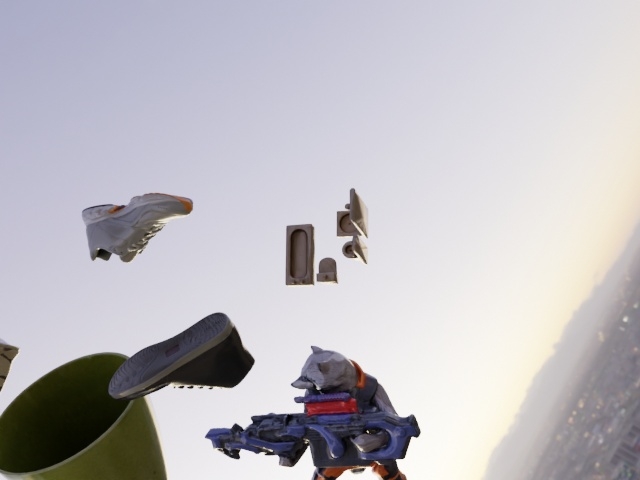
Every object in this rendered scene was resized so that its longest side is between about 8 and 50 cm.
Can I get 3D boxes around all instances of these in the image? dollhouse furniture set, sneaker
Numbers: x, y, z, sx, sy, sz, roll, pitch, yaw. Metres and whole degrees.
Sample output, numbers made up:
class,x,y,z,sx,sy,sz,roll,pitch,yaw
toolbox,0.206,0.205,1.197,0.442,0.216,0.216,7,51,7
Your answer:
class,x,y,z,sx,sy,sz,roll,pitch,yaw
dollhouse furniture set,0.000,0.000,1.243,0.123,0.151,0.144,46,-137,-69
sneaker,-0.217,0.216,1.122,0.222,0.083,0.118,-28,-55,1
sneaker,-0.357,-0.020,1.393,0.099,0.262,0.121,8,-107,-61

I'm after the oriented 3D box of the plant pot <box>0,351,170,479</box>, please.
class,x,y,z,sx,sy,sz,roll,pitch,yaw
plant pot,-0.387,0.401,1.260,0.275,0.275,0.293,-45,-52,-36

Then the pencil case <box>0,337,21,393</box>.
class,x,y,z,sx,sy,sz,roll,pitch,yaw
pencil case,-0.792,0.379,1.452,0.183,0.160,0.410,39,-115,-46

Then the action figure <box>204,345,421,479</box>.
class,x,y,z,sx,sy,sz,roll,pitch,yaw
action figure,0.002,0.317,1.151,0.178,0.341,0.330,-64,-29,-60
